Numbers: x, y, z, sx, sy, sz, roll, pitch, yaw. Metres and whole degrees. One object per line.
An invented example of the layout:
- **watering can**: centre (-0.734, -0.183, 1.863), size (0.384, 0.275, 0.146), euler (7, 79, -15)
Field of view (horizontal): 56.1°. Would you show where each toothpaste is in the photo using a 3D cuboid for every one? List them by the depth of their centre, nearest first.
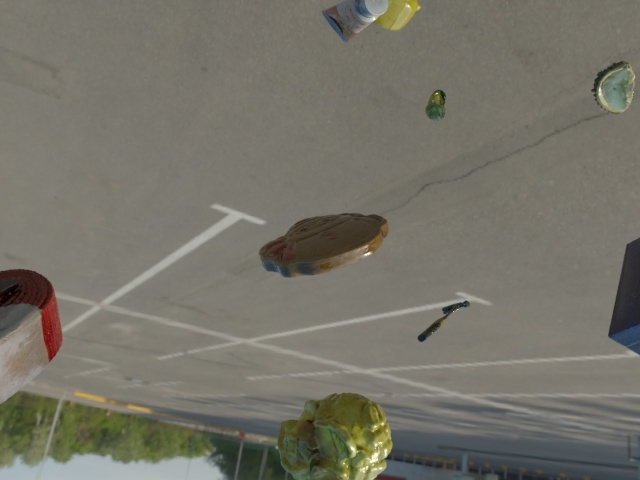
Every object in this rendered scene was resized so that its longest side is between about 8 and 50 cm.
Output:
- **toothpaste**: centre (0.070, -0.472, 1.257), size (0.089, 0.057, 0.234), euler (48, 171, -18)

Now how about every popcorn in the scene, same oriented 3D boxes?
- **popcorn**: centre (0.023, 0.397, 1.175), size (0.235, 0.181, 0.217), euler (-21, 167, 20)

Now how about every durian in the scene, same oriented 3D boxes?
- **durian**: centre (0.565, -0.295, 1.162), size (0.052, 0.066, 0.130), euler (-32, 137, -7)

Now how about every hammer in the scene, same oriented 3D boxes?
- **hammer**: centre (0.317, 0.215, 1.593), size (0.201, 0.021, 0.078), euler (-30, -176, -41)

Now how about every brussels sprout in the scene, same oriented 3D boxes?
- **brussels sprout**: centre (0.271, -0.313, 1.403), size (0.046, 0.083, 0.051), euler (38, 134, -16)

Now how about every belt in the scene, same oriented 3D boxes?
- **belt**: centre (-0.433, 0.120, 0.777), size (0.128, 0.201, 0.124), euler (19, 125, 16)

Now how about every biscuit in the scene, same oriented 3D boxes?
- **biscuit**: centre (0.000, 0.000, 1.702), size (0.359, 0.074, 0.381), euler (-21, -157, -16)

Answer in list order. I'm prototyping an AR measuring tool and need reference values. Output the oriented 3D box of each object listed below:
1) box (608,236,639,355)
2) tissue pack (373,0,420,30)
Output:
- **box**: centre (0.781, 0.085, 1.316), size (0.116, 0.279, 0.261), euler (29, 150, -4)
- **tissue pack**: centre (0.188, -0.652, 1.611), size (0.127, 0.178, 0.123), euler (12, 140, -25)
